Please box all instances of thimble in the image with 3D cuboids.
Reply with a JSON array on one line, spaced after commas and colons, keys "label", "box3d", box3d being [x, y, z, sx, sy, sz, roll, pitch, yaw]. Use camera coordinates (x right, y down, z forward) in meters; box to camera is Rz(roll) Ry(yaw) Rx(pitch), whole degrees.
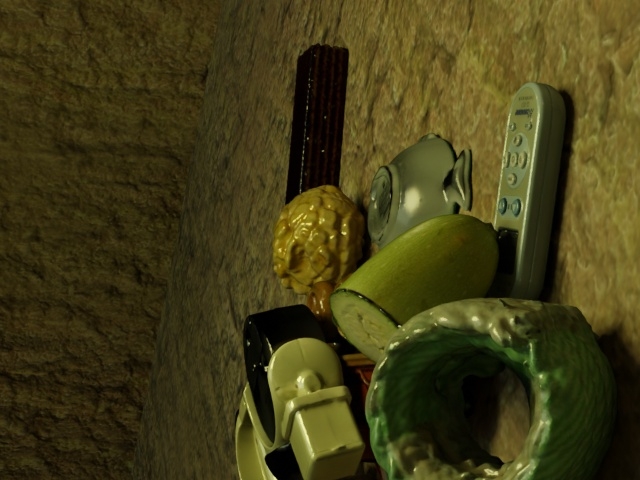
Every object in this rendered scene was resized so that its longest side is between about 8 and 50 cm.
[{"label": "thimble", "box3d": [0.160, 0.151, 1.156, 0.219, 0.150, 0.219, 1, 91, 35]}]

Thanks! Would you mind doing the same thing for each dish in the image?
[{"label": "dish", "box3d": [0.116, -0.047, 1.649, 0.246, 0.078, 0.224, 133, 142, -66]}]

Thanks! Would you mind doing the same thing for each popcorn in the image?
[{"label": "popcorn", "box3d": [0.000, 0.000, 1.964, 0.170, 0.180, 0.180, 24, 109, 45]}]

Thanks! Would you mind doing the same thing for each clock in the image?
[{"label": "clock", "box3d": [-0.038, 0.256, 1.575, 0.379, 0.120, 0.276, 97, 156, -52]}]

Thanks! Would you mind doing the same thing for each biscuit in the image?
[{"label": "biscuit", "box3d": [-0.011, -0.150, 2.187, 0.107, 0.073, 0.388, 161, 115, -72]}]

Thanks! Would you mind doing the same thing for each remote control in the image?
[{"label": "remote control", "box3d": [0.218, -0.044, 1.326, 0.087, 0.047, 0.244, -165, 82, -72]}]

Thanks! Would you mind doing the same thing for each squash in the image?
[{"label": "squash", "box3d": [0.111, 0.040, 1.303, 0.187, 0.123, 0.123, -42, 2, -19]}]

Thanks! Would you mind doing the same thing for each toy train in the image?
[{"label": "toy train", "box3d": [0.088, 0.152, 1.524, 0.369, 0.163, 0.231, 156, 106, -73]}]

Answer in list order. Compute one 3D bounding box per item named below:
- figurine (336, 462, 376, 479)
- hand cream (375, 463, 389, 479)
[{"label": "figurine", "box3d": [0.026, 0.324, 1.779, 0.153, 0.132, 0.132, -133, 50, -58]}, {"label": "hand cream", "box3d": [0.087, 0.318, 1.707, 0.052, 0.038, 0.216, 71, -173, -52]}]
